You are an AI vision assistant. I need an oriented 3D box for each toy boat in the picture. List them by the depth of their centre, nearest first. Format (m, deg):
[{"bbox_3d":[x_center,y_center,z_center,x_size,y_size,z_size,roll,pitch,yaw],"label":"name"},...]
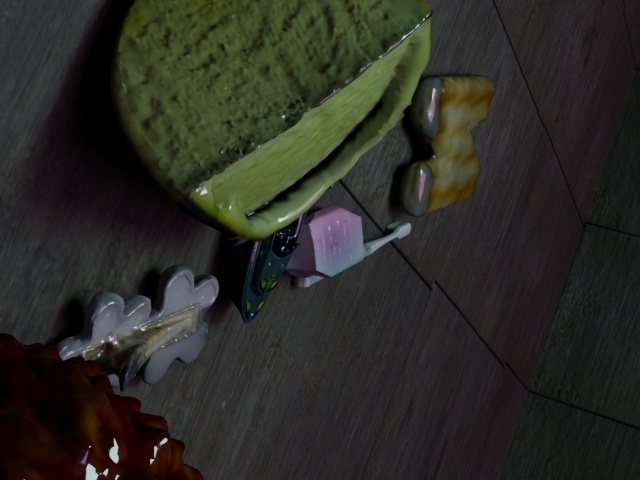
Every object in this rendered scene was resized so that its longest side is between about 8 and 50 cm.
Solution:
[{"bbox_3d":[-0.058,-0.014,1.284,0.093,0.103,0.246,10,98,-67],"label":"toy boat"}]

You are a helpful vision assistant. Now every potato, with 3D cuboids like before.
[{"bbox_3d":[-0.069,-0.156,1.108,0.330,0.213,0.280,-38,165,-14],"label":"potato"}]

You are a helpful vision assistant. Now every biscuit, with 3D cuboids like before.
[{"bbox_3d":[0.217,-0.170,1.772,0.291,0.062,0.237,-20,120,-59],"label":"biscuit"}]

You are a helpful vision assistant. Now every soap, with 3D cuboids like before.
[{"bbox_3d":[0.000,0.000,1.435,0.149,0.056,0.100,-24,112,-56],"label":"soap"}]

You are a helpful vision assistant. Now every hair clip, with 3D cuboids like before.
[{"bbox_3d":[-0.193,0.106,1.126,0.257,0.075,0.146,-32,134,-62],"label":"hair clip"}]

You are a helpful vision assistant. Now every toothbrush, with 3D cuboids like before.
[{"bbox_3d":[0.056,0.017,1.596,0.342,0.030,0.025,-27,126,-56],"label":"toothbrush"}]

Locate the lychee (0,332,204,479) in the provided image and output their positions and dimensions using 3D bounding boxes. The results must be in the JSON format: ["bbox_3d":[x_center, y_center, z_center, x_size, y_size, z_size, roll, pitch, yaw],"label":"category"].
[{"bbox_3d":[-0.284,0.290,0.685,0.500,0.424,0.424,-50,154,6],"label":"lychee"}]
